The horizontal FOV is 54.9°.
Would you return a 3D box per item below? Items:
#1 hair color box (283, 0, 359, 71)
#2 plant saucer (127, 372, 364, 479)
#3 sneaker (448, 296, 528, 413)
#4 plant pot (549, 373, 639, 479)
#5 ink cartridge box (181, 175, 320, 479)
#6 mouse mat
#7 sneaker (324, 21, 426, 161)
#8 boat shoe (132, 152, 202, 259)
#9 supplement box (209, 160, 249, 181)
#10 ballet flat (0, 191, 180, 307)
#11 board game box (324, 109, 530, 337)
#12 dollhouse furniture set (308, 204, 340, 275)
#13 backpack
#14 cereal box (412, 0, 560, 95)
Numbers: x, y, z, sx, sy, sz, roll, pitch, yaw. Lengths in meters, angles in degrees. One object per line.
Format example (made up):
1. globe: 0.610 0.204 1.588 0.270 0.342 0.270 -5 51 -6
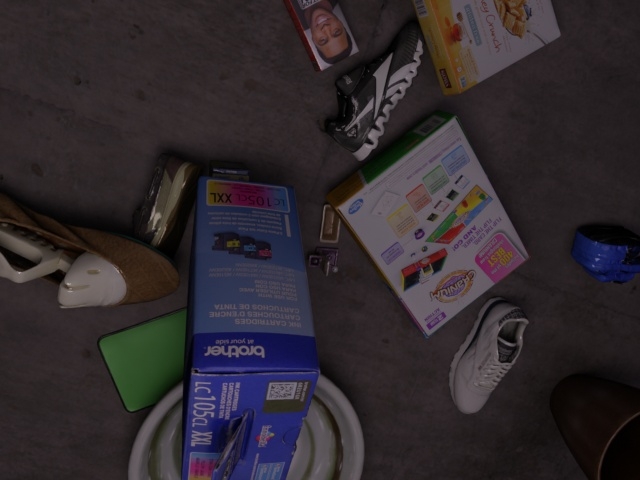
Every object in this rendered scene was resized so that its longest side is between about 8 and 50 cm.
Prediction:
1. hair color box: -0.003 -0.342 0.952 0.071 0.043 0.141 -30 110 -6
2. plant saucer: -0.126 0.373 1.075 0.399 0.100 0.401 -3 104 -13
3. sneaker: 0.313 0.225 1.149 0.090 0.095 0.235 13 102 -18
4. plant pot: 0.546 0.354 1.165 0.215 0.230 0.216 -3 104 -13
5. ink cartridge box: -0.105 0.141 0.825 0.151 0.396 0.270 2 133 -13
6. mouse mat: -0.264 0.201 1.047 0.189 0.007 0.153 -18 107 -7
7. sneaker: 0.081 -0.249 0.978 0.106 0.078 0.235 24 99 -21
8. boat shoe: -0.254 -0.031 0.959 0.073 0.080 0.224 31 110 10
9. supplement box: -0.145 -0.078 0.963 0.056 0.083 0.084 2 103 -14
10. ballet flat: -0.377 0.027 0.873 0.342 0.124 0.116 25 120 -5
11. board game box: 0.190 -0.020 1.048 0.242 0.064 0.317 -37 117 -2
12. dollhouse furniture set: 0.000 0.000 1.020 0.090 0.081 0.115 4 103 -15
13. backpack: 0.535 0.027 1.149 0.120 0.098 0.101 5 107 -16
14. cereal box: 0.268 -0.360 0.981 0.240 0.047 0.173 -32 110 -20
